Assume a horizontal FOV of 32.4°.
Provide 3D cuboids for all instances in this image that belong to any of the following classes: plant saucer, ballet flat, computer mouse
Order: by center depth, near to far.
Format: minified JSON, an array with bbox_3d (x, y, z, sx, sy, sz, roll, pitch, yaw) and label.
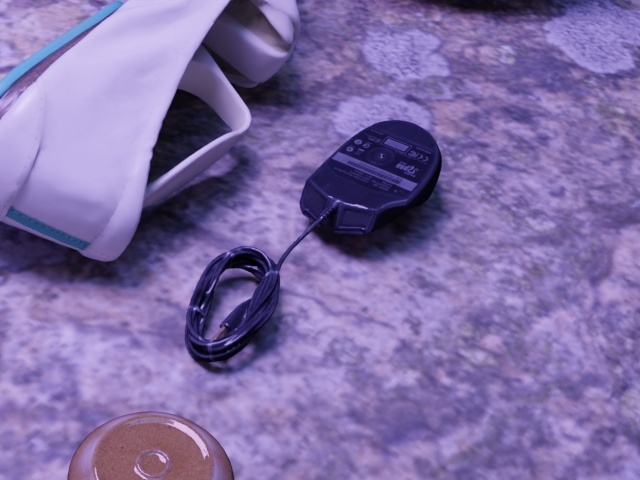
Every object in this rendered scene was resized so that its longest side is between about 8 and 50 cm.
[{"bbox_3d":[-0.083,0.115,0.550,0.083,0.015,0.083,8,42,-7],"label":"plant saucer"},{"bbox_3d":[0.000,0.000,0.686,0.071,0.041,0.242,27,50,26],"label":"computer mouse"},{"bbox_3d":[-0.091,-0.129,0.745,0.139,0.139,0.400,22,47,8],"label":"ballet flat"}]
